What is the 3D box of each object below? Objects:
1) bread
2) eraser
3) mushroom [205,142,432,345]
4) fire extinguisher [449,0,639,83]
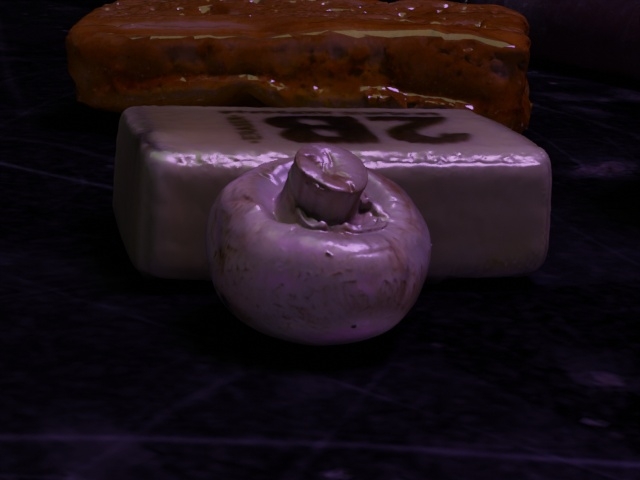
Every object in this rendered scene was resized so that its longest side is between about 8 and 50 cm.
[{"bbox_3d":[-0.010,-0.102,0.838,0.270,0.077,0.139,4,20,5],"label":"bread"},{"bbox_3d":[0.001,-0.024,0.608,0.172,0.058,0.117,0,16,-13],"label":"eraser"},{"bbox_3d":[0.000,0.000,0.507,0.083,0.067,0.084,10,35,-7],"label":"mushroom"},{"bbox_3d":[0.194,-0.187,1.152,0.072,0.089,0.267,-32,34,-29],"label":"fire extinguisher"}]
